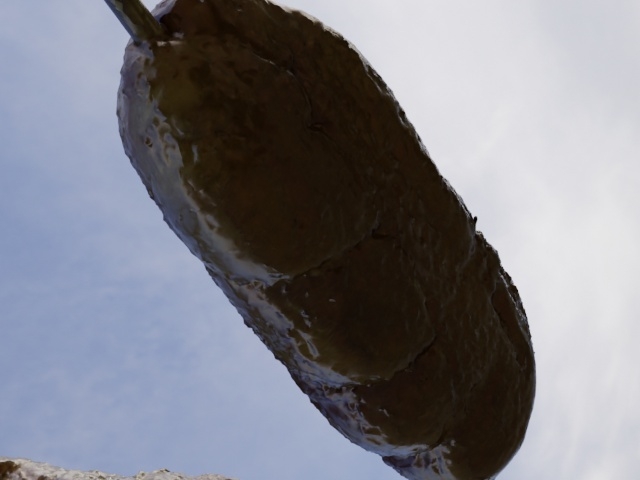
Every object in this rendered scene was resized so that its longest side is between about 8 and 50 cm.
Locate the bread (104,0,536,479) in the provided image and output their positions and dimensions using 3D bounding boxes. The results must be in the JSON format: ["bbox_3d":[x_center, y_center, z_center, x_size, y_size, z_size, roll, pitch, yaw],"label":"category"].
[{"bbox_3d":[0.002,0.000,0.418,0.344,0.084,0.124,50,-123,-34],"label":"bread"}]

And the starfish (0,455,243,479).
[{"bbox_3d":[-0.104,0.231,0.669,0.302,0.299,0.060,7,-68,-59],"label":"starfish"}]
